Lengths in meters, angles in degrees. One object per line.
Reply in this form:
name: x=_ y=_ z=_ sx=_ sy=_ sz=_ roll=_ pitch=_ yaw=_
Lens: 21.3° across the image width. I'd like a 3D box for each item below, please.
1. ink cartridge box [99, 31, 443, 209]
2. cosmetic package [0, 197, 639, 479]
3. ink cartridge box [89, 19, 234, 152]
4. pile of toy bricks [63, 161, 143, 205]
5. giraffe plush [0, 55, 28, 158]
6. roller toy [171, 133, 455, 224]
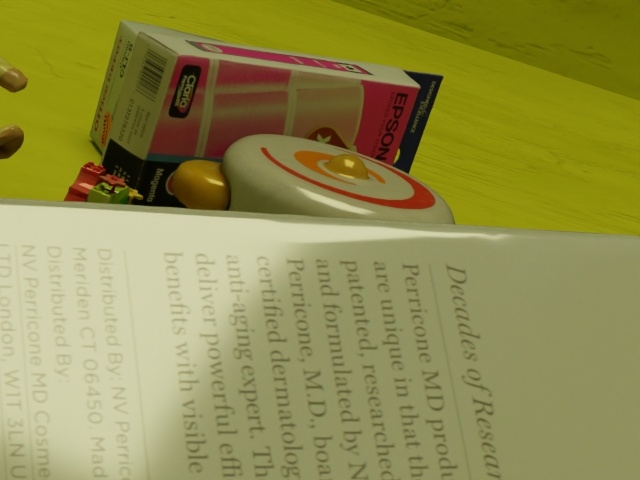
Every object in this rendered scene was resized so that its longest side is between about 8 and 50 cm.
ink cartridge box: x=-0.027 y=-0.074 z=1.492 sx=0.371 sy=0.175 sz=0.069 roll=1 pitch=24 yaw=-46
cosmetic package: x=0.024 y=0.111 z=0.695 sx=0.453 sy=0.230 sz=0.161 roll=4 pitch=61 yaw=-23
ink cartridge box: x=-0.126 y=-0.116 z=1.607 sx=0.127 sy=0.128 sz=0.176 roll=10 pitch=17 yaw=-26
pile of toy bricks: x=-0.164 y=-0.001 z=1.235 sx=0.118 sy=0.105 sz=0.212 roll=21 pitch=17 yaw=7
giraffe plush: x=-0.289 y=-0.051 z=1.203 sx=0.181 sy=0.210 sz=0.170 roll=15 pitch=-13 yaw=0
roller toy: x=0.000 y=0.000 z=1.335 sx=0.209 sy=0.146 sz=0.191 roll=29 pitch=19 yaw=33
